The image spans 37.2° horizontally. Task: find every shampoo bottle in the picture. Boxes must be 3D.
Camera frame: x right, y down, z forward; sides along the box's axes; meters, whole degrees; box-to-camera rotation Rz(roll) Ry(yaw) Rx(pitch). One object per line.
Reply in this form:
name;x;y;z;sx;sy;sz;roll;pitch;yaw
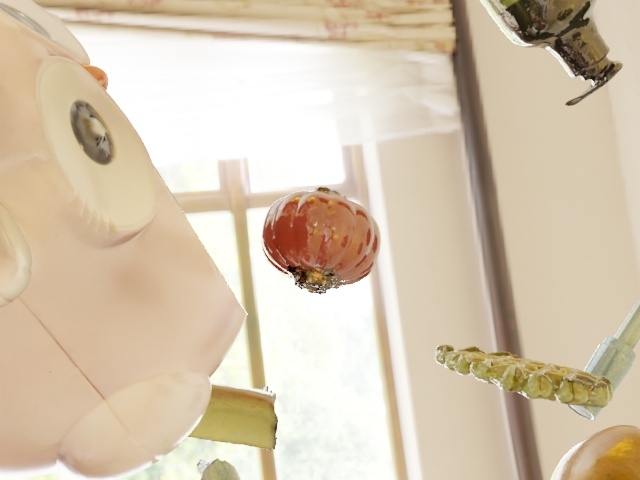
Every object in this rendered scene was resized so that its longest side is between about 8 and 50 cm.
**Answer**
shampoo bottle;0.190;-0.260;0.896;0.283;0.101;0.101;52;-9;-9

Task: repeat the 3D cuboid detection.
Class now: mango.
mango;0.388;0.392;1.227;0.173;0.211;0.317;50;43;-41

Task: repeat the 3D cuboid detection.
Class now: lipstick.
lipstick;0.530;0.189;1.676;0.068;0.274;0.061;45;-16;-24

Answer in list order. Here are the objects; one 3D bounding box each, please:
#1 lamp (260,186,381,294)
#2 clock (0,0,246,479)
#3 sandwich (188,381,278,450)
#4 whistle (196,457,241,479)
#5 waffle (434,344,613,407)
lamp;0.000;0.000;0.841;0.107;0.108;0.092;113;-11;-65
clock;-0.228;-0.004;0.652;0.368;0.251;0.376;56;-7;18
sandwich;-0.165;0.163;0.970;0.245;0.212;0.063;147;-47;-72
whistle;-0.076;0.408;1.156;0.312;0.062;0.062;66;-14;2
waffle;0.218;0.146;1.035;0.183;0.169;0.036;-171;-88;-71
